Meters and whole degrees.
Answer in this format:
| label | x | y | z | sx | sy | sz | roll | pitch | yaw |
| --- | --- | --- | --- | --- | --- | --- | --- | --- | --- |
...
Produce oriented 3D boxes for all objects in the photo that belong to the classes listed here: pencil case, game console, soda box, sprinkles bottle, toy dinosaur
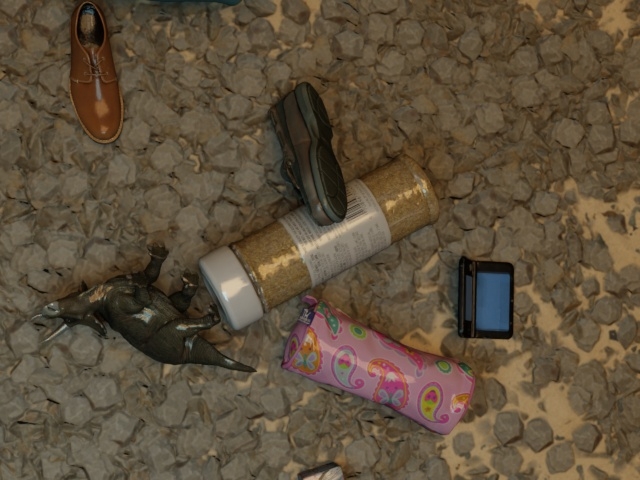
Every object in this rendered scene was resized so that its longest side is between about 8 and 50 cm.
| label | x | y | z | sx | sy | sz | roll | pitch | yaw |
| --- | --- | --- | --- | --- | --- | --- | --- | --- | --- |
| pencil case | 0.084 | 0.185 | 1.590 | 0.284 | 0.124 | 0.124 | 25 | 81 | -6 |
| game console | 0.255 | 0.090 | 1.655 | 0.071 | 0.107 | 0.122 | -1 | 84 | 18 |
| soda box | 0.023 | 0.425 | 1.586 | 0.063 | 0.058 | 0.183 | -17 | 89 | -11 |
| sprinkles bottle | 0.000 | 0.000 | 1.588 | 0.355 | 0.121 | 0.121 | -28 | 90 | -12 |
| toy dinosaur | -0.236 | 0.111 | 1.545 | 0.313 | 0.160 | 0.121 | 26 | 38 | -19 |

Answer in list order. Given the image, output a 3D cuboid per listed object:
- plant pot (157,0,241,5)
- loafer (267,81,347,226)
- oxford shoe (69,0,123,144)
| label | x | y | z | sx | sy | sz | roll | pitch | yaw |
| --- | --- | --- | --- | --- | --- | --- | --- | --- | --- |
| plant pot | -0.211 | -0.458 | 1.535 | 0.255 | 0.272 | 0.271 | 15 | 82 | -24 |
| loafer | -0.023 | -0.116 | 1.565 | 0.084 | 0.096 | 0.267 | -25 | 47 | 18 |
| oxford shoe | -0.334 | -0.247 | 1.575 | 0.076 | 0.076 | 0.212 | -11 | 89 | -13 |
